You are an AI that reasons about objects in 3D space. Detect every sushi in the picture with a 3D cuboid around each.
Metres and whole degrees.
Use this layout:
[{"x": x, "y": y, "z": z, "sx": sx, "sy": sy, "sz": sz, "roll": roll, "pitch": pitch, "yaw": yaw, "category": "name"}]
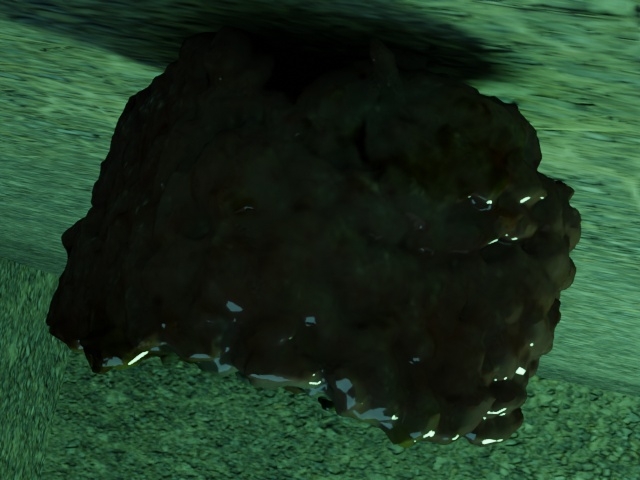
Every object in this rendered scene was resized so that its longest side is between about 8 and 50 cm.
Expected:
[{"x": 0.000, "y": 0.000, "z": 0.753, "sx": 0.237, "sy": 0.170, "sz": 0.270, "roll": 14, "pitch": 176, "yaw": -20, "category": "sushi"}]
